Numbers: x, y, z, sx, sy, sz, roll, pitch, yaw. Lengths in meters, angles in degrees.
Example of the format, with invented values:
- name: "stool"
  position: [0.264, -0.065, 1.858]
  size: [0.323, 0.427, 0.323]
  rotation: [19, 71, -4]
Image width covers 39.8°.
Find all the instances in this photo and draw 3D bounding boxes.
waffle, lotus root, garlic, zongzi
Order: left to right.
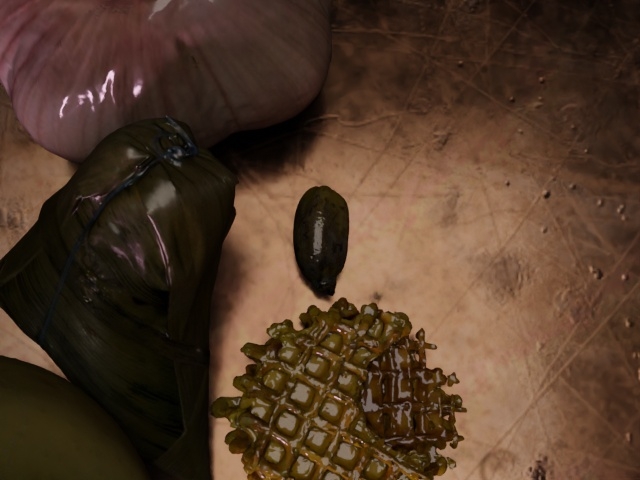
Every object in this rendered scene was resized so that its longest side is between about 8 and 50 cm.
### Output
- name: "garlic"
  position: [-0.141, -0.214, 0.745]
  size: [0.322, 0.241, 0.321]
  rotation: [3, 58, -5]
- name: "zongzi"
  position: [-0.112, 0.065, 0.686]
  size: [0.274, 0.251, 0.125]
  rotation: [53, 42, 3]
- name: "lotus root"
  position: [0.000, 0.000, 0.783]
  size: [0.049, 0.054, 0.099]
  rotation: [2, 79, -11]
- name: "waffle"
  position: [0.020, 0.146, 0.748]
  size: [0.197, 0.070, 0.193]
  rotation: [-35, 82, -7]

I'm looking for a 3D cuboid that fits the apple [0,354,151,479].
- name: "apple"
  position: [-0.248, 0.214, 0.628]
  size: [0.279, 0.279, 0.279]
  rotation: [0, 79, -2]
